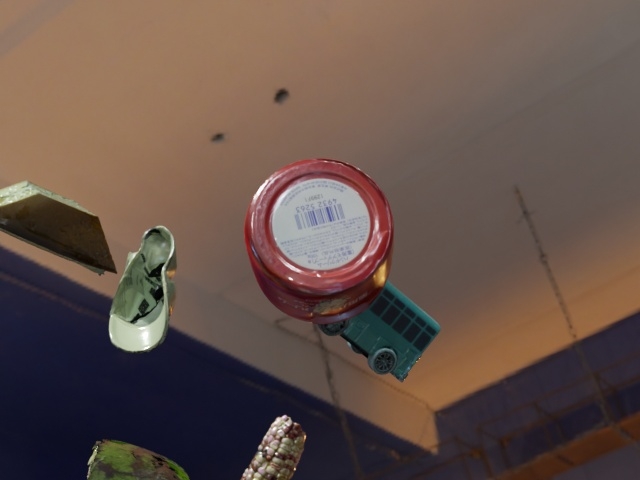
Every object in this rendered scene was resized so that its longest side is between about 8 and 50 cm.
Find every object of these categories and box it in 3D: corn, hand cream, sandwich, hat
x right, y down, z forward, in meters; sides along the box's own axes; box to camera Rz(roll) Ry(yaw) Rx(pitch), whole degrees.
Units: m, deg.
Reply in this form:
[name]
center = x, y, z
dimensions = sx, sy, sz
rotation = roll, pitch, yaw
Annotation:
[corn]
center = -0.105, 0.441, 1.742
dimensions = 0.092, 0.092, 0.281
rotation = 36, -100, -50
[hand cream]
center = 0.000, 0.000, 1.478
dimensions = 0.230, 0.230, 0.149
rotation = -13, -22, -4
[sandwich]
center = -0.429, -0.028, 1.577
dimensions = 0.258, 0.094, 0.096
rotation = 27, -94, -37
[hat]
center = -0.212, 0.073, 1.280
dimensions = 0.122, 0.166, 0.081
rotation = -41, -54, 13

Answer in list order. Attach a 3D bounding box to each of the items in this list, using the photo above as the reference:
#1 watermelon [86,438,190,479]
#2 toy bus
[watermelon]
center = -0.121, 0.186, 0.530
dimensions = 0.063, 0.245, 0.119
rotation = 28, -65, -14
[toy bus]
center = 0.066, 0.107, 1.671
dimensions = 0.256, 0.128, 0.147
rotation = 41, -93, -24
